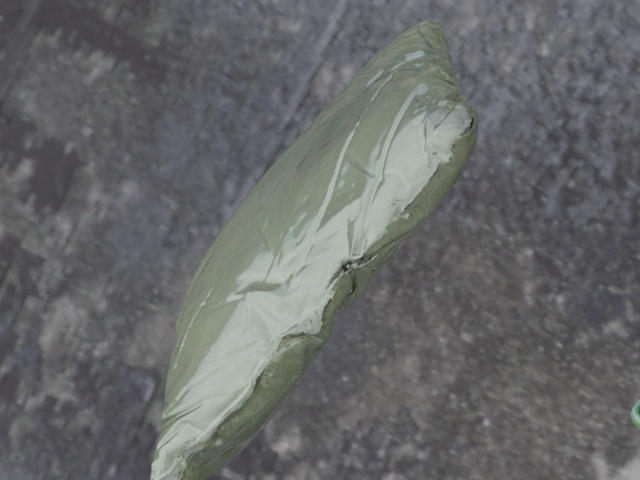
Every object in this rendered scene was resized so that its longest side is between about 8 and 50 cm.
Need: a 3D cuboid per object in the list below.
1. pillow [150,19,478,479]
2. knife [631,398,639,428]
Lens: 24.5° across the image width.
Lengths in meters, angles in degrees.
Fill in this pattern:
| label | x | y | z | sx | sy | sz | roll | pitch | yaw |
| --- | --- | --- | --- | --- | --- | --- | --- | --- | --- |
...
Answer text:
| label | x | y | z | sx | sy | sz | roll | pitch | yaw |
| --- | --- | --- | --- | --- | --- | --- | --- | --- | --- |
| pillow | -0.001 | 0.001 | 0.919 | 0.281 | 0.076 | 0.274 | -50 | 14 | 15 |
| knife | 0.334 | 0.106 | 1.191 | 0.212 | 0.015 | 0.054 | -22 | 29 | -23 |
